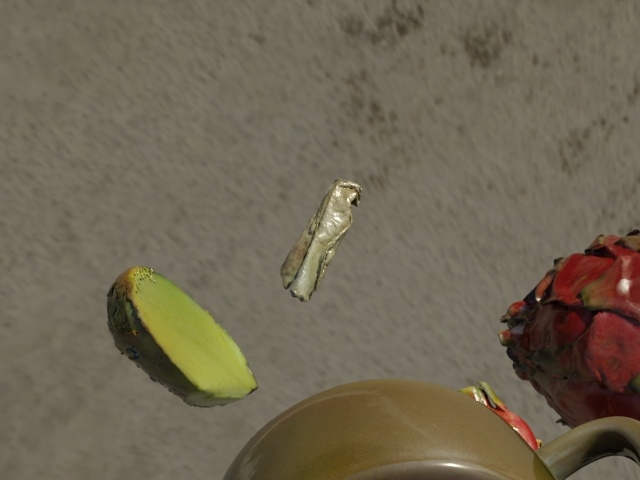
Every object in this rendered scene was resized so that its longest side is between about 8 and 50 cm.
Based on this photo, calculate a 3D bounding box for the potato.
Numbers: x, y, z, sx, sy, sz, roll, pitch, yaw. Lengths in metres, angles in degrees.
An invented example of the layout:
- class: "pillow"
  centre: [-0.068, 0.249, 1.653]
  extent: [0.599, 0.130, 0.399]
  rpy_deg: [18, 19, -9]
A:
- class: "potato"
  centre: [-0.127, 0.096, 1.548]
  extent: [0.054, 0.198, 0.119]
  rpy_deg: [-31, 62, 15]

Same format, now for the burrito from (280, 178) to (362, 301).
- class: "burrito"
  centre: [0.000, 0.000, 1.876]
  extent: [0.041, 0.055, 0.149]
  rpy_deg: [34, 72, -19]

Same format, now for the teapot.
- class: "teapot"
  centre: [0.052, 0.172, 0.827]
  extent: [0.268, 0.175, 0.185]
  rpy_deg: [-34, 113, 5]

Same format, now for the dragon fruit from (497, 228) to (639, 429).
- class: "dragon fruit"
  centre: [0.333, 0.109, 1.865]
  extent: [0.299, 0.244, 0.244]
  rpy_deg: [2, 78, 35]

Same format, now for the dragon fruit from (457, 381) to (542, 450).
- class: "dragon fruit"
  centre: [0.154, 0.185, 1.585]
  extent: [0.086, 0.081, 0.116]
  rpy_deg: [7, 58, -26]
